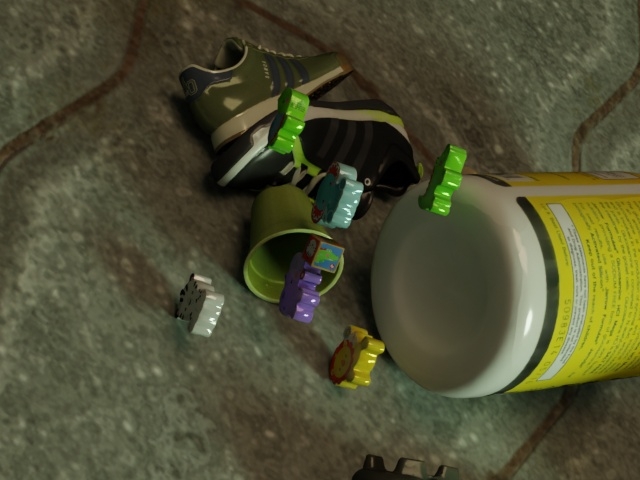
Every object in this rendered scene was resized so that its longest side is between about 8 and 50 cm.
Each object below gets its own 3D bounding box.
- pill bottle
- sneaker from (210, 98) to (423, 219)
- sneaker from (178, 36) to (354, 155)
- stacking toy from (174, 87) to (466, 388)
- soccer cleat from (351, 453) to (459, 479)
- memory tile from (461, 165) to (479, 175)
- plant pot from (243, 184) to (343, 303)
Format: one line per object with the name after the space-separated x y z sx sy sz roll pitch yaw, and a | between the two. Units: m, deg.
0.221 0.034 1.744 0.334 0.188 0.188 -2 59 -41 | pill bottle
0.011 -0.065 1.727 0.234 0.084 0.097 -14 69 -46 | sneaker
-0.051 -0.148 1.757 0.086 0.064 0.192 54 44 2 | sneaker
0.000 0.000 1.584 0.167 0.221 0.052 19 11 -27 | stacking toy
0.131 0.254 1.586 0.289 0.093 0.121 20 77 -33 | soccer cleat
0.189 -0.009 1.888 0.148 0.012 0.113 16 48 -31 | memory tile
-0.027 -0.004 1.657 0.083 0.083 0.079 21 35 -27 | plant pot
